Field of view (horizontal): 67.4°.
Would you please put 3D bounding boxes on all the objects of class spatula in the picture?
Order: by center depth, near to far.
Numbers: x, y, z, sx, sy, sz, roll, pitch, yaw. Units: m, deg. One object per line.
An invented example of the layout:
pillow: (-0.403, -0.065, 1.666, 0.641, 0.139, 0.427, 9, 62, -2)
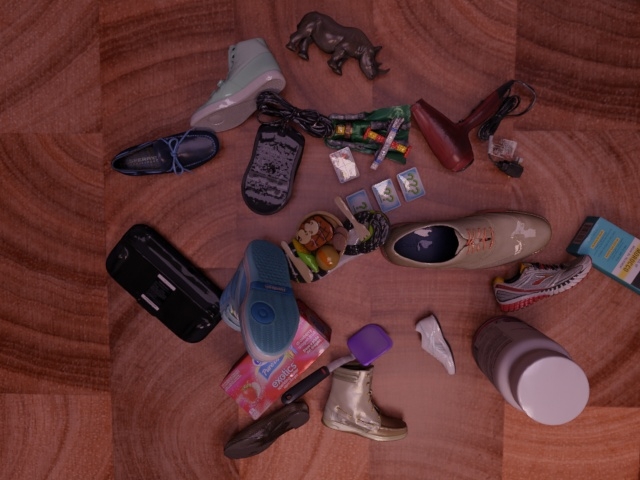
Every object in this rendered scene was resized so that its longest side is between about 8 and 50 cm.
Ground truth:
spatula: (0.034, 0.294, 1.126, 0.296, 0.030, 0.084, -27, 56, -22)

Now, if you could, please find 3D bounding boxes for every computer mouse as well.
computer mouse: (-0.096, -0.190, 1.125, 0.188, 0.072, 0.273, 22, 104, -5)

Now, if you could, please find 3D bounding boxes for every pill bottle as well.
pill bottle: (0.443, 0.271, 1.036, 0.160, 0.283, 0.161, 0, 95, 3)

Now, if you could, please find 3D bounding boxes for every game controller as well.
game controller: (-0.382, 0.110, 1.185, 0.319, 0.067, 0.166, 42, 110, 0)

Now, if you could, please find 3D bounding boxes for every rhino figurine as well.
rhino figurine: (0.050, -0.444, 1.107, 0.243, 0.073, 0.106, 24, 98, -1)

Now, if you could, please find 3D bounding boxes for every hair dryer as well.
hair dryer: (0.343, -0.268, 1.113, 0.293, 0.080, 0.224, 8, 89, -10)

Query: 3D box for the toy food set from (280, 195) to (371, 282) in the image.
toy food set: (0.000, 0.000, 1.052, 0.192, 0.038, 0.132, -40, 83, 23)

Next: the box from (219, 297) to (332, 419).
box: (-0.101, 0.276, 1.142, 0.122, 0.128, 0.257, 44, 96, -1)

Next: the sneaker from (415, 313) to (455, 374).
sneaker: (0.281, 0.257, 1.164, 0.061, 0.053, 0.152, -26, 87, 14)

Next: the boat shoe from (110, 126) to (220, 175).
boat shoe: (-0.365, -0.191, 1.133, 0.258, 0.089, 0.109, -17, 105, 8)

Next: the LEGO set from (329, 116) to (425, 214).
LEGO set: (0.125, -0.169, 1.092, 0.182, 0.060, 0.244, -22, 114, 7)

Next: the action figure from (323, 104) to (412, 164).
action figure: (0.093, -0.255, 1.128, 0.232, 0.063, 0.137, 4, 98, 6)

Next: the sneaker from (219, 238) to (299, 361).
sneaker: (-0.147, 0.171, 1.066, 0.127, 0.319, 0.208, 20, 125, -21)

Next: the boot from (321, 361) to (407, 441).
boot: (0.119, 0.387, 1.168, 0.213, 0.077, 0.165, 11, 92, 2)

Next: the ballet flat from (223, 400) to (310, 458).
ballet flat: (-0.136, 0.469, 1.199, 0.249, 0.058, 0.084, -34, 127, 10)

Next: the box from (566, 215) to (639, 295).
box: (0.714, 0.047, 1.117, 0.244, 0.060, 0.101, 31, 95, 1)

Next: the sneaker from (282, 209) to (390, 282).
sneaker: (0.038, 0.015, 1.128, 0.299, 0.121, 0.111, -22, 90, 24)

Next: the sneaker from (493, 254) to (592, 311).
sneaker: (0.507, 0.085, 1.104, 0.225, 0.088, 0.093, -27, 86, 18)

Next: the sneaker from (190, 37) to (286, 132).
sneaker: (-0.209, -0.366, 1.129, 0.255, 0.094, 0.151, -26, 70, 18)

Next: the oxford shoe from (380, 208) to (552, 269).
oxford shoe: (0.339, 0.010, 1.089, 0.396, 0.146, 0.141, -9, 93, 3)
